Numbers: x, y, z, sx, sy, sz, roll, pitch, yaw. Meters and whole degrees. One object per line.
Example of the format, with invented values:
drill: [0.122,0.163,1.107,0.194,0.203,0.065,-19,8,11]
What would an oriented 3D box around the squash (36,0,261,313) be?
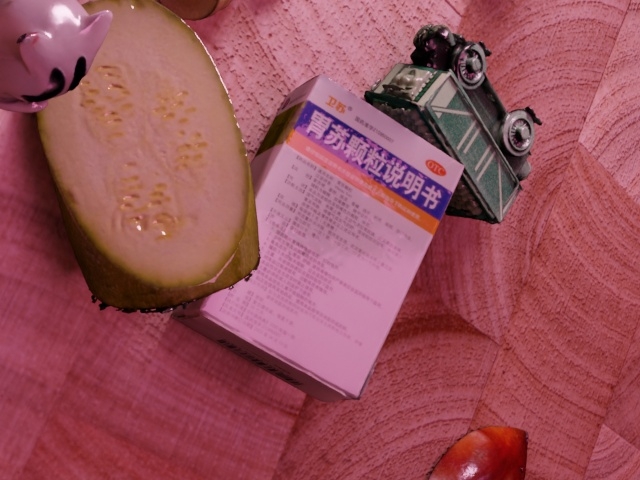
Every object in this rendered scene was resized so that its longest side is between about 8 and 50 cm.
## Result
squash: [-0.164,-0.085,1.170,0.189,0.189,0.261,-29,121,-39]

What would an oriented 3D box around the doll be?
doll: [-0.267,-0.171,1.062,0.110,0.180,0.107,-36,134,-37]

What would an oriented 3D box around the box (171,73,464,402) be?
box: [0.000,0.000,1.357,0.200,0.106,0.299,31,72,-16]

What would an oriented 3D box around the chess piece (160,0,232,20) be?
chess piece: [-0.083,-0.295,1.299,0.200,0.090,0.090,-36,122,-49]

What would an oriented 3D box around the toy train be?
toy train: [0.173,-0.146,1.560,0.154,0.115,0.269,-51,130,-16]

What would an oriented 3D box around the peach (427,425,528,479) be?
peach: [0.237,0.359,1.743,0.279,0.068,0.189,-39,125,-34]
